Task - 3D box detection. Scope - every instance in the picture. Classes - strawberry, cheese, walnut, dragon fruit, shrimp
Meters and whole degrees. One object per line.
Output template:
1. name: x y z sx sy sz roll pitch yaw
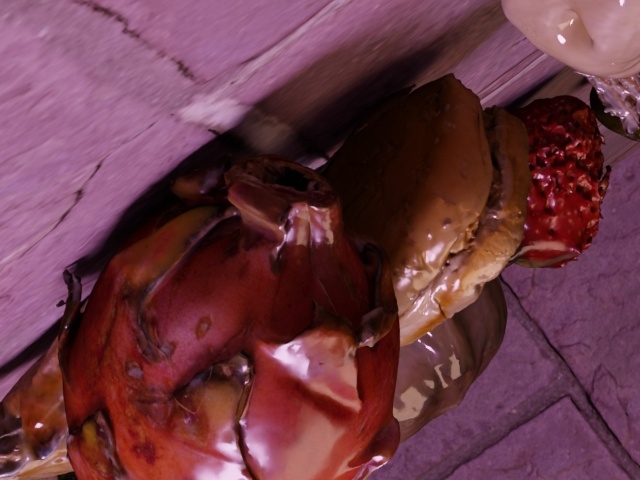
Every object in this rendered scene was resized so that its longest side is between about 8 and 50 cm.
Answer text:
1. strawberry: 0.218 -0.062 1.897 0.201 0.187 0.184 -63 -149 2
2. cheese: 0.230 -0.204 1.201 0.235 0.117 0.218 -41 170 11
3. walnut: 0.055 0.077 1.752 0.248 0.248 0.248 -35 173 -5
4. dragon fruit: -0.060 0.085 1.236 0.250 0.315 0.250 -3 -160 1
5. shrimp: -0.177 0.104 1.396 0.317 0.077 0.168 -17 121 -33

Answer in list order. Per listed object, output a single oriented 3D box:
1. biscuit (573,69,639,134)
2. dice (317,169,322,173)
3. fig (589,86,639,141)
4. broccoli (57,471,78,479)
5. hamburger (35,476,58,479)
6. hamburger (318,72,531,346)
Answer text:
1. biscuit: 0.372 -0.203 1.881 0.252 0.106 0.070 -29 172 -35
2. dice: 0.000 0.000 1.523 0.093 0.091 0.094 -32 171 -32
3. fig: 0.392 -0.193 2.090 0.177 0.117 0.117 -47 171 6
4. broccoli: -0.147 0.325 2.013 0.249 0.301 0.375 -23 170 18
5. hamburger: -0.311 0.321 1.595 0.276 0.236 0.276 -36 175 -3
6. hamburger: 0.068 -0.016 1.373 0.214 0.108 0.213 -41 -150 30
